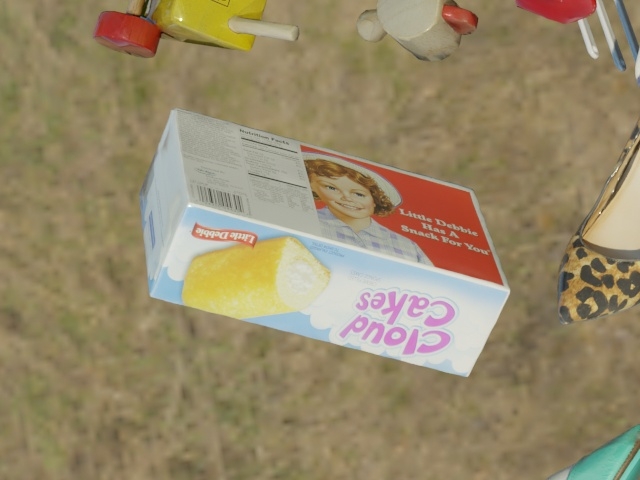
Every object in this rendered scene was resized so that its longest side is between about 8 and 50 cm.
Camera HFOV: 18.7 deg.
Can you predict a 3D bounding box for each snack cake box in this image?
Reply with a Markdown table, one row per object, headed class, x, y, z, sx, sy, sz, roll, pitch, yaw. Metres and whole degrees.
| class | x | y | z | sx | sy | sz | roll | pitch | yaw |
| --- | --- | --- | --- | --- | --- | --- | --- | --- | --- |
| snack cake box | 0.000 | 0.000 | 1.503 | 0.152 | 0.264 | 0.089 | -104 | 33 | -58 |

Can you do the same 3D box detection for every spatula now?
| class | x | y | z | sx | sy | sz | roll | pitch | yaw |
| --- | --- | --- | --- | --- | --- | --- | --- | --- | --- |
| spatula | 0.323 | -0.289 | 2.311 | 0.019 | 0.168 | 0.242 | -31 | 54 | 29 |

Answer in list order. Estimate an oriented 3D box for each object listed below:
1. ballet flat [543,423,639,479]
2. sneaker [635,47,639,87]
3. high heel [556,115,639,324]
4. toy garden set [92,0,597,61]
| class | x | y | z | sx | sy | sz | roll | pitch | yaw |
| --- | --- | --- | --- | --- | --- | --- | --- | --- | --- |
| ballet flat | 0.200 | 0.257 | 1.651 | 0.087 | 0.083 | 0.247 | 24 | 103 | 22 |
| sneaker | 0.367 | -0.215 | 1.985 | 0.051 | 0.070 | 0.134 | 44 | -128 | -49 |
| high heel | 0.281 | -0.051 | 1.739 | 0.093 | 0.261 | 0.186 | 22 | 134 | 26 |
| toy garden set | 0.027 | -0.157 | 0.783 | 0.049 | 0.244 | 0.203 | 31 | -107 | -64 |
